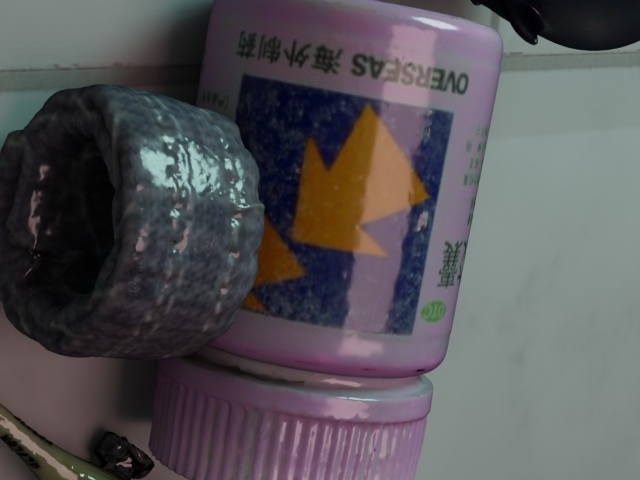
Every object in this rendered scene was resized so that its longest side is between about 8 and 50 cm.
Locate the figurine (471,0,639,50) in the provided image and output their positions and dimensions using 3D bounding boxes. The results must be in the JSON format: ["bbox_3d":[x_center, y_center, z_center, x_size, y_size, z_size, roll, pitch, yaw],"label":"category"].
[{"bbox_3d":[0.134,-0.224,0.945,0.265,0.197,0.175,10,138,-41],"label":"figurine"}]

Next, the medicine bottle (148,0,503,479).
[{"bbox_3d":[0.000,0.000,0.906,0.178,0.178,0.291,4,98,-46],"label":"medicine bottle"}]

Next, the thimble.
[{"bbox_3d":[-0.107,-0.008,0.821,0.097,0.150,0.150,4,99,-43],"label":"thimble"}]

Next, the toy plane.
[{"bbox_3d":[-0.141,0.142,0.870,0.286,0.108,0.092,48,68,-28],"label":"toy plane"}]
